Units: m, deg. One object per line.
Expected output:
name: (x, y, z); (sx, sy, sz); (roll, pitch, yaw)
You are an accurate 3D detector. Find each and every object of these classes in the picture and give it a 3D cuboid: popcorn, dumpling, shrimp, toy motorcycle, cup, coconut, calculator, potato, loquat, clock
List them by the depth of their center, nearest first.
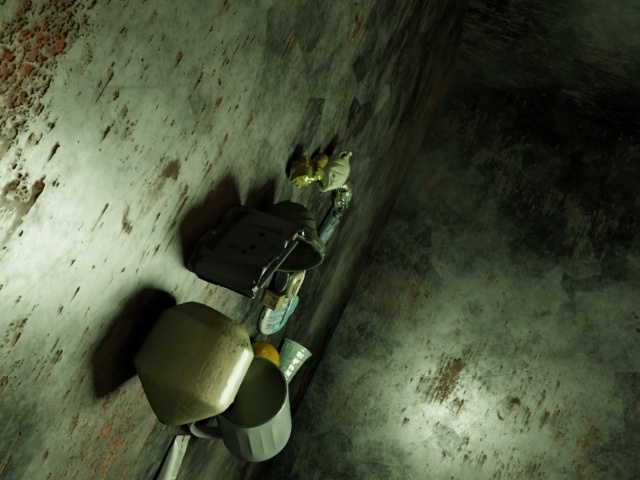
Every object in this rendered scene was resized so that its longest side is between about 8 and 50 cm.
coconut: (-0.287, 0.278, 1.250); (0.237, 0.237, 0.266); (82, 30, -66)
clock: (-0.171, 0.012, 1.333); (0.253, 0.186, 0.083); (-53, 157, -44)
popcorn: (-0.049, -0.200, 1.659); (0.097, 0.089, 0.109); (-30, -174, 44)
cup: (-0.253, 0.559, 1.794); (0.323, 0.237, 0.327); (-15, 143, -14)
potato: (-0.005, -0.253, 1.814); (0.083, 0.040, 0.051); (-44, 132, -45)
dumpling: (0.036, -0.232, 1.939); (0.134, 0.100, 0.169); (-14, -117, 59)
toy motorcycle: (-0.105, 0.103, 1.940); (0.157, 0.091, 0.263); (-22, 137, -65)
loquat: (-0.213, 0.423, 1.988); (0.141, 0.141, 0.141); (-59, 165, -27)
calculator: (-0.154, 0.261, 2.124); (0.188, 0.042, 0.303); (-69, 166, 7)
shrimp: (0.083, -0.162, 2.230); (0.233, 0.079, 0.090); (96, -16, -54)

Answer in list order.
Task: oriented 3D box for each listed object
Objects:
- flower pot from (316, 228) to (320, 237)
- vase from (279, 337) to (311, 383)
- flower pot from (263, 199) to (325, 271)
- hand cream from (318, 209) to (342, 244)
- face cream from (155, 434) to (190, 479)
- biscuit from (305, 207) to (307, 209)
flower pot: (-0.089, 0.015, 1.752); (0.157, 0.157, 0.107); (-52, 173, -45)
vase: (-0.173, 0.582, 2.417); (0.299, 0.143, 0.143); (-57, 164, -19)
flower pot: (-0.095, -0.019, 1.578); (0.235, 0.235, 0.140); (87, 7, -62)
hand cream: (0.000, 0.000, 2.248); (0.271, 0.058, 0.091); (-58, 171, -13)
face cream: (-0.461, 0.707, 1.698); (0.092, 0.058, 0.243); (56, 53, -67)
biscuit: (-0.052, -0.075, 1.991); (0.046, 0.016, 0.089); (-61, 166, -21)
